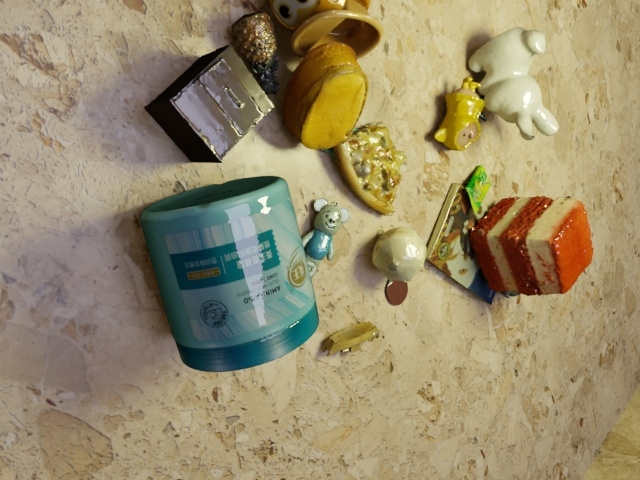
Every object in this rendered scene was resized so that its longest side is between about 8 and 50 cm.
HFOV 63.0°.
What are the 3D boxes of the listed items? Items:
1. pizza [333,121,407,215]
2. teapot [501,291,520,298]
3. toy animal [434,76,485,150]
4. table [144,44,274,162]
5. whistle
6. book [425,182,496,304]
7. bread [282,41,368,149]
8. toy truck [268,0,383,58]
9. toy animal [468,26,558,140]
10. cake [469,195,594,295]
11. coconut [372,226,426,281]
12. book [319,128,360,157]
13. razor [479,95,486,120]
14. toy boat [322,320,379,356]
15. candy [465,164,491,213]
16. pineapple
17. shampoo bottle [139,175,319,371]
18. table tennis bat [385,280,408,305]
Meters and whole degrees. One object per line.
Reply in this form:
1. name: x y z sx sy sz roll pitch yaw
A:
1. pizza: 0.169 -0.224 1.538 0.223 0.089 0.323 -55 130 -17
2. teapot: 0.741 0.176 2.008 0.111 0.149 0.108 41 96 -17
3. toy animal: 0.460 -0.412 1.712 0.156 0.156 0.230 15 98 -37
4. table: -0.243 -0.300 1.168 0.193 0.172 0.169 -50 122 -20
5. whistle: 0.000 0.000 1.461 0.113 0.077 0.236 24 85 -18
6. book: 0.556 0.022 1.901 0.427 0.039 0.300 31 76 -36
7. bread: 0.011 -0.360 1.321 0.195 0.143 0.270 -8 143 -30
8. toy truck: 0.009 -0.579 1.273 0.287 0.204 0.212 3 73 -41
9. toy animal: 0.666 -0.512 1.744 0.196 0.241 0.368 -17 92 -29
10. cake: 0.738 0.020 1.814 0.269 0.319 0.270 -41 117 -29
11. coconut: 0.241 0.046 1.580 0.162 0.160 0.161 -58 133 -57
12. book: 0.052 -0.287 1.490 0.135 0.017 0.103 15 87 -38
13. razor: 0.576 -0.495 1.846 0.044 0.028 0.155 25 72 -26
14. toy boat: 0.094 0.303 1.586 0.206 0.064 0.072 -14 123 -33
15. candy: 0.557 -0.185 1.844 0.102 0.032 0.178 56 48 -20
16. pineapple: -0.144 -0.448 1.270 0.108 0.108 0.198 -34 121 -29
17. shampoo bottle: -0.195 0.056 1.161 0.331 0.331 0.343 -22 108 -33
18. table tennis bat: 0.241 0.141 1.700 0.095 0.014 0.158 -37 119 -25
